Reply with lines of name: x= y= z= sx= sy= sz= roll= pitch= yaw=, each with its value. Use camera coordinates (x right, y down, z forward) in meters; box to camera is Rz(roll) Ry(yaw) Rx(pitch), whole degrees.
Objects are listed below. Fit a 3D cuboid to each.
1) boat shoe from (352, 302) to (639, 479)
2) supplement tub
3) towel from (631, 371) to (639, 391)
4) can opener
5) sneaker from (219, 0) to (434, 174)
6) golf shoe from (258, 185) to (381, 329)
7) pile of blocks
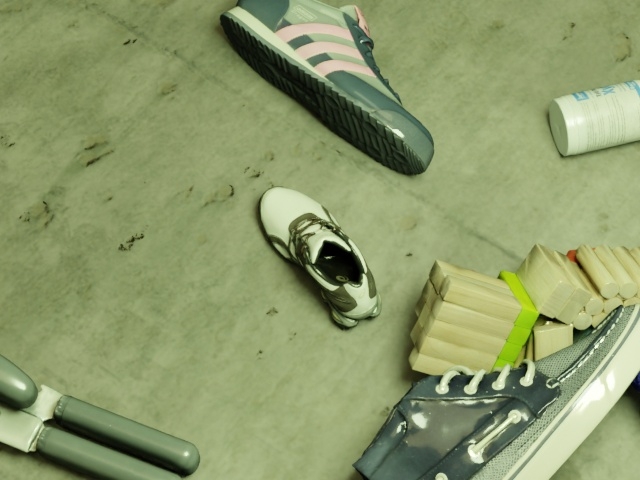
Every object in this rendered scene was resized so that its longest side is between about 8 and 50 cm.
boat shoe: x=0.179 y=0.158 z=1.348 sx=0.158 sy=0.127 sz=0.340 roll=41 pitch=81 yaw=7
supplement tub: x=0.323 y=-0.141 z=1.569 sx=0.107 sy=0.071 sz=0.071 roll=-12 pitch=62 yaw=-6
towel: x=0.492 y=0.128 z=1.367 sx=0.308 sy=0.076 sz=0.228 roll=-38 pitch=72 yaw=3
can opener: x=-0.262 y=0.192 z=1.406 sx=0.280 sy=0.093 sz=0.074 roll=22 pitch=64 yaw=8
sneaker: x=0.032 y=-0.208 z=1.591 sx=0.319 sy=0.112 sz=0.131 roll=41 pitch=73 yaw=19
golf shoe: x=0.000 y=0.000 z=1.493 sx=0.077 sy=0.094 sz=0.198 roll=-35 pitch=65 yaw=-14
pile of blocks: x=0.262 y=0.068 z=1.448 sx=0.362 sy=0.149 sz=0.113 roll=-6 pitch=28 yaw=-7
